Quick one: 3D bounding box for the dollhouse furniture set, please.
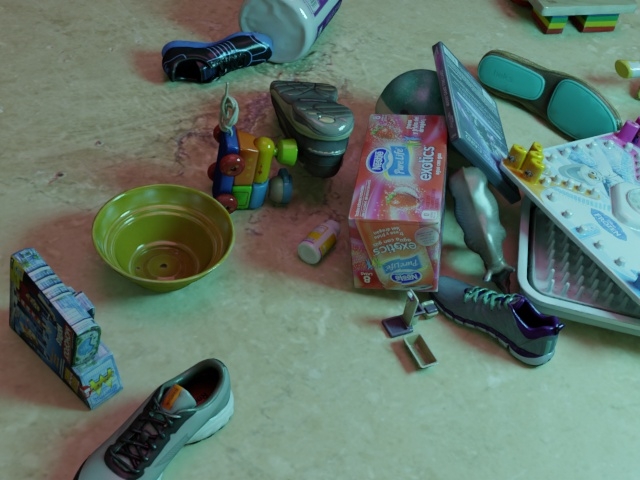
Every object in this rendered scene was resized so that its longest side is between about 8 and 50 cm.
[{"bbox_3d":[0.164,0.129,1.321,0.091,0.081,0.114,-13,49,-22],"label":"dollhouse furniture set"}]

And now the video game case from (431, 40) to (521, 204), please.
[{"bbox_3d":[0.280,-0.216,1.566,0.196,0.026,0.274,38,35,-35],"label":"video game case"}]

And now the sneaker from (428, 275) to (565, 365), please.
[{"bbox_3d":[0.277,0.099,1.360,0.224,0.098,0.083,31,48,20],"label":"sneaker"}]

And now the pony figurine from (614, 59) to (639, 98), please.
[{"bbox_3d":[0.869,-0.341,1.827,0.363,0.303,0.351,-23,43,-11],"label":"pony figurine"}]

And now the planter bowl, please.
[{"bbox_3d":[-0.245,0.015,1.355,0.217,0.090,0.217,6,44,-6],"label":"planter bowl"}]

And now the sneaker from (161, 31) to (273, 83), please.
[{"bbox_3d":[-0.204,-0.362,1.758,0.232,0.081,0.090,-9,50,-10],"label":"sneaker"}]

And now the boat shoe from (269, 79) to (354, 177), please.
[{"bbox_3d":[-0.029,-0.210,1.592,0.132,0.130,0.355,4,22,-9],"label":"boat shoe"}]

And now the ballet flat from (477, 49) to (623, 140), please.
[{"bbox_3d":[0.491,-0.305,1.821,0.342,0.116,0.124,31,28,25],"label":"ballet flat"}]

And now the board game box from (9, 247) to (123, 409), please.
[{"bbox_3d":[-0.345,0.126,1.185,0.194,0.194,0.060,46,54,13],"label":"board game box"}]

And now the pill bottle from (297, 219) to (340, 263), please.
[{"bbox_3d":[0.000,0.000,1.449,0.043,0.043,0.083,28,47,18],"label":"pill bottle"}]

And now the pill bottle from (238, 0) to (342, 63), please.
[{"bbox_3d":[-0.048,-0.527,1.884,0.169,0.169,0.301,19,44,9],"label":"pill bottle"}]

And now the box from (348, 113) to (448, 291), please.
[{"bbox_3d":[0.137,-0.069,1.447,0.142,0.154,0.300,2,41,10],"label":"box"}]

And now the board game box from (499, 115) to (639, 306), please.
[{"bbox_3d":[0.568,-0.062,1.492,0.390,0.050,0.390,-15,51,-33],"label":"board game box"}]

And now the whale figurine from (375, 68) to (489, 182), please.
[{"bbox_3d":[0.238,-0.220,1.634,0.272,0.141,0.216,37,24,11],"label":"whale figurine"}]

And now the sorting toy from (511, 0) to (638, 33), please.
[{"bbox_3d":[0.597,-0.606,2.139,0.257,0.089,0.255,-6,46,-16],"label":"sorting toy"}]

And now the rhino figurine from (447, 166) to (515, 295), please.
[{"bbox_3d":[0.271,-0.014,1.441,0.073,0.106,0.243,-18,77,7],"label":"rhino figurine"}]

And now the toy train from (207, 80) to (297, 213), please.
[{"bbox_3d":[-0.103,-0.154,1.445,0.143,0.248,0.105,0,45,-17],"label":"toy train"}]

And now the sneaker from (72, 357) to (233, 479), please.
[{"bbox_3d":[-0.217,0.247,1.116,0.100,0.108,0.271,32,50,19],"label":"sneaker"}]

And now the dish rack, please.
[{"bbox_3d":[0.492,0.052,1.468,0.333,0.072,0.285,14,45,3],"label":"dish rack"}]
